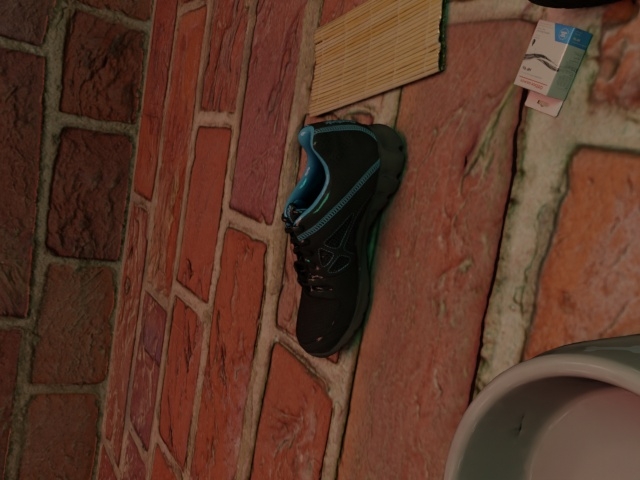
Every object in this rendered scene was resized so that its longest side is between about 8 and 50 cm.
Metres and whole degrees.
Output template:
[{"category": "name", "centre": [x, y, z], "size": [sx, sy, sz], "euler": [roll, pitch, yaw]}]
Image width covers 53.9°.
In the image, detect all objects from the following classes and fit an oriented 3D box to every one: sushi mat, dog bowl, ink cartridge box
[{"category": "sushi mat", "centre": [0.071, -0.278, 0.905], "size": [0.316, 0.019, 0.151], "euler": [-2, 85, 58]}, {"category": "dog bowl", "centre": [0.232, 0.242, 0.488], "size": [0.349, 0.102, 0.349], "euler": [-11, 78, 57]}, {"category": "ink cartridge box", "centre": [0.226, -0.171, 0.624], "size": [0.048, 0.028, 0.083], "euler": [45, 124, 52]}]

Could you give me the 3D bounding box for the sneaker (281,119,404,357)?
[{"category": "sneaker", "centre": [0.000, 0.000, 0.865], "size": [0.125, 0.139, 0.341], "euler": [30, 113, 54]}]

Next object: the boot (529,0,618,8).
[{"category": "boot", "centre": [0.267, -0.321, 0.536], "size": [0.189, 0.076, 0.208], "euler": [-2, 91, 44]}]
